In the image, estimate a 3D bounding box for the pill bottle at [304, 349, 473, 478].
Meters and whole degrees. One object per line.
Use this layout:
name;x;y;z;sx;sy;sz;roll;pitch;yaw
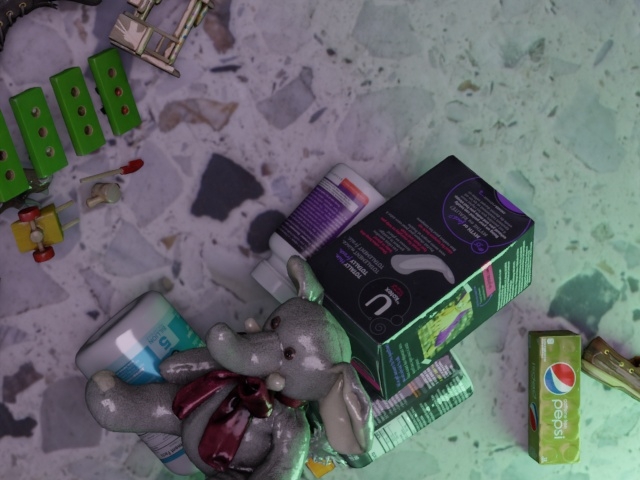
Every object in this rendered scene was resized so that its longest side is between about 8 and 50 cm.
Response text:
pill bottle;0.072;0.218;1.888;0.245;0.130;0.130;-33;98;-4

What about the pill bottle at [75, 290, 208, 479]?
pill bottle;-0.186;0.205;1.845;0.146;0.146;0.264;-41;99;-3

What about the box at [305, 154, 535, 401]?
box;0.126;0.046;1.813;0.270;0.143;0.165;-36;58;-19

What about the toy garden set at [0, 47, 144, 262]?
toy garden set;-0.330;-0.108;1.804;0.244;0.049;0.204;-36;119;-41

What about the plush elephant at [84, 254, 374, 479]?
plush elephant;-0.069;0.173;1.660;0.330;0.272;0.255;-1;128;-31

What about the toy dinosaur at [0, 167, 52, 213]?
toy dinosaur;-0.506;-0.093;1.789;0.313;0.121;0.160;8;127;5

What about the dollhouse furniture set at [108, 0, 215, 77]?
dollhouse furniture set;-0.184;-0.312;1.796;0.101;0.161;0.182;27;91;-9

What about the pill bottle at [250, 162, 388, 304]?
pill bottle;0.000;0.000;1.872;0.108;0.108;0.193;43;88;-9

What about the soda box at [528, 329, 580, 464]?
soda box;0.325;0.218;1.958;0.061;0.058;0.181;-1;95;-8

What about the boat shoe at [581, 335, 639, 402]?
boat shoe;0.446;0.193;1.970;0.178;0.064;0.060;27;92;-6

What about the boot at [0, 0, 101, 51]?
boot;-0.418;-0.263;1.812;0.263;0.091;0.229;14;93;2
